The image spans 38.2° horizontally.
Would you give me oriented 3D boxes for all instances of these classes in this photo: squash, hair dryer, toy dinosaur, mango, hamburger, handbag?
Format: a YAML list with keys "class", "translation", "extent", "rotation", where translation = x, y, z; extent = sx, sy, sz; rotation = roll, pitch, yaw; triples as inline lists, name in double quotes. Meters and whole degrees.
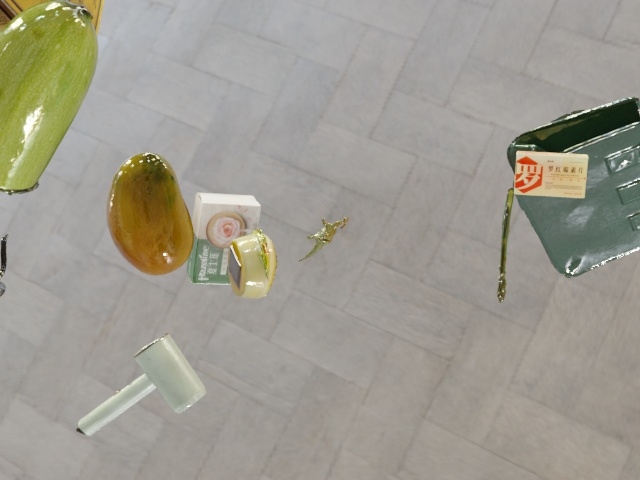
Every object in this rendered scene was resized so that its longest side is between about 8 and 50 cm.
- class: "squash"
  translation: [-0.361, -0.190, 1.145]
  extent: [0.132, 0.132, 0.247]
  rotation: [44, 113, 24]
- class: "hair dryer"
  translation: [-0.327, 0.280, 1.616]
  extent: [0.236, 0.073, 0.131]
  rotation: [-35, 89, 5]
- class: "toy dinosaur"
  translation: [-0.002, -0.002, 1.416]
  extent: [0.113, 0.041, 0.026]
  rotation: [-42, 60, 20]
- class: "mango"
  translation: [-0.354, -0.051, 1.888]
  extent: [0.175, 0.139, 0.254]
  rotation: [-10, 102, 16]
- class: "hamburger"
  translation: [-0.127, 0.043, 1.770]
  extent: [0.126, 0.081, 0.141]
  rotation: [-138, 46, -60]
- class: "handbag"
  translation: [0.459, -0.083, 1.536]
  extent: [0.238, 0.326, 0.089]
  rotation: [-21, 49, 17]

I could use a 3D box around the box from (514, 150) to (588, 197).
- class: "box"
  translation: [0.306, -0.088, 1.229]
  extent: [0.093, 0.015, 0.058]
  rotation: [4, 113, 13]

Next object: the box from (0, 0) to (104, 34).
- class: "box"
  translation: [-0.451, -0.386, 1.411]
  extent: [0.084, 0.301, 0.193]
  rotation: [-4, 64, 18]

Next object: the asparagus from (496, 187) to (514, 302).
- class: "asparagus"
  translation: [0.262, 0.007, 1.312]
  extent: [0.016, 0.013, 0.166]
  rotation: [9, 100, 31]

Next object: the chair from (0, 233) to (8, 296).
- class: "chair"
  translation: [-0.617, 0.060, 1.554]
  extent: [0.174, 0.149, 0.213]
  rotation: [-8, 63, 3]

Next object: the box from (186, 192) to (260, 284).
- class: "box"
  translation: [-0.217, -0.002, 2.053]
  extent: [0.135, 0.081, 0.199]
  rotation: [2, 108, -21]
